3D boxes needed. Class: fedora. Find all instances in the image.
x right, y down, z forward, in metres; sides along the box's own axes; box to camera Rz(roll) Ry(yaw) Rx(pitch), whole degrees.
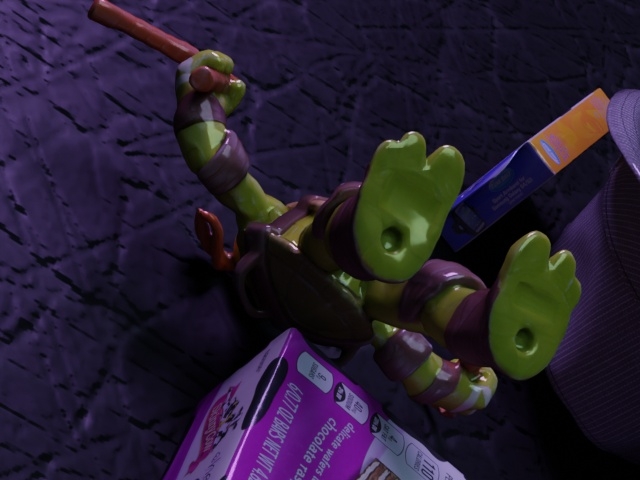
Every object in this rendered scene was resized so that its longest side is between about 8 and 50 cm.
[{"bbox_3d":[0.198,0.043,0.946,0.244,0.124,0.275,51,25,-5],"label":"fedora"}]

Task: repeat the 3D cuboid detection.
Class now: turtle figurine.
[{"bbox_3d":[0.000,0.000,0.740,0.087,0.217,0.269,-44,107,-18],"label":"turtle figurine"}]

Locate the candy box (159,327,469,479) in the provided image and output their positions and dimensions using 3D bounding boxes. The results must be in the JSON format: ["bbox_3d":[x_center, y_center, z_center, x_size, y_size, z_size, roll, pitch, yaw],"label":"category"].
[{"bbox_3d":[0.033,0.168,0.690,0.233,0.071,0.159,42,34,-13],"label":"candy box"}]

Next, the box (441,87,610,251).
[{"bbox_3d":[0.117,-0.039,0.978,0.028,0.081,0.136,51,34,1],"label":"box"}]
